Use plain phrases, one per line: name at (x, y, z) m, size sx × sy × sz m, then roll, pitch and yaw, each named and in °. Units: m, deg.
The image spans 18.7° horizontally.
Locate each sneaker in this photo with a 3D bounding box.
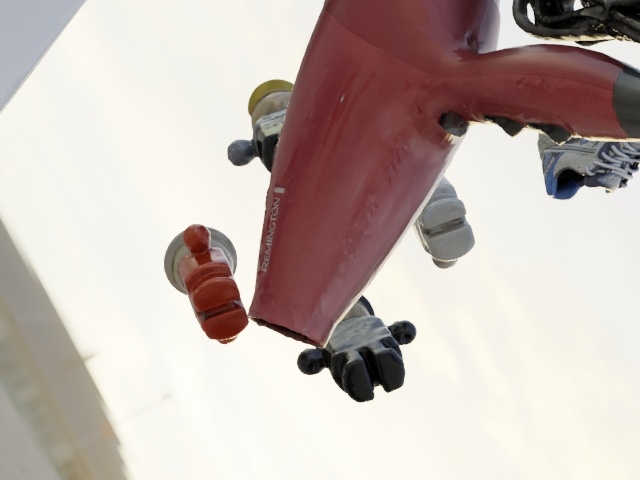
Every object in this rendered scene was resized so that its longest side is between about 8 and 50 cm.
sneaker at (0.199, -0.060, 1.288) m, size 0.135 × 0.052 × 0.058 m, roll -26°, pitch -132°, yaw 49°

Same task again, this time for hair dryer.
hair dryer at (0.060, -0.069, 0.779) m, size 0.080 × 0.293 × 0.224 m, roll 29°, pitch 29°, yaw -24°

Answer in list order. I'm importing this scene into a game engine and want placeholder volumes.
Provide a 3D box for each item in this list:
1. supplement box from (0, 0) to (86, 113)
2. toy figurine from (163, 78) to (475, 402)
supplement box at (-0.092, -0.119, 0.409) m, size 0.111 × 0.220 × 0.114 m, roll 21°, pitch -26°, yaw 26°
toy figurine at (0.000, 0.000, 1.529) m, size 0.213 × 0.209 × 0.148 m, roll 23°, pitch 12°, yaw -17°
